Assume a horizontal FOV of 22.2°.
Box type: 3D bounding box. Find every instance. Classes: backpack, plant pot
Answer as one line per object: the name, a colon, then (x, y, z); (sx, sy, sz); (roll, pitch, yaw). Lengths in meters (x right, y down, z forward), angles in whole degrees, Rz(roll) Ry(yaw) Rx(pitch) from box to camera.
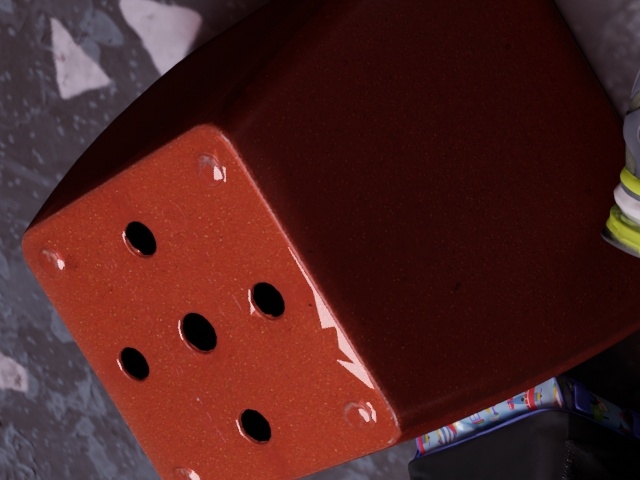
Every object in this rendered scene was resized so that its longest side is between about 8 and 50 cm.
backpack: (0.152, 0.168, 0.957); (0.173, 0.117, 0.158); (26, 146, -27)
plant pot: (0.000, 0.000, 0.903); (0.267, 0.235, 0.267); (-26, 97, 44)

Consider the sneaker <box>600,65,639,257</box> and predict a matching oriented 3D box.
sneaker: (0.272, -0.045, 0.762); (0.300, 0.111, 0.121); (3, 106, 30)
